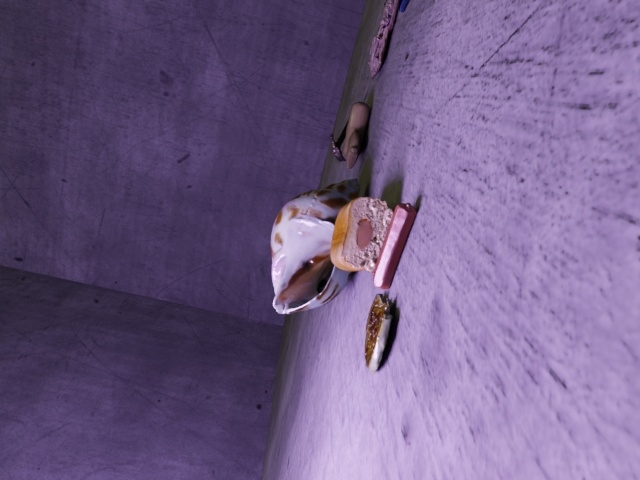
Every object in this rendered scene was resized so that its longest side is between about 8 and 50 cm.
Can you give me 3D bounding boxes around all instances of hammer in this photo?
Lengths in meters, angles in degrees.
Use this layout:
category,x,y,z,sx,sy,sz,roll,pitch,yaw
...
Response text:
category,x,y,z,sx,sy,sz,roll,pitch,yaw
hammer,0.088,-0.383,1.495,0.297,0.026,0.125,-69,-35,-45

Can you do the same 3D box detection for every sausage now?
category,x,y,z,sx,sy,sz,roll,pitch,yaw
sausage,0.111,0.008,0.651,0.035,0.030,0.147,-91,15,-66

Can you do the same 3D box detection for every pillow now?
category,x,y,z,sx,sy,sz,roll,pitch,yaw
pillow,0.192,-0.637,1.317,0.135,0.049,0.249,175,111,-89

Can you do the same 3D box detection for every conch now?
category,x,y,z,sx,sy,sz,roll,pitch,yaw
conch,0.000,0.001,1.018,0.249,0.197,0.368,14,86,47

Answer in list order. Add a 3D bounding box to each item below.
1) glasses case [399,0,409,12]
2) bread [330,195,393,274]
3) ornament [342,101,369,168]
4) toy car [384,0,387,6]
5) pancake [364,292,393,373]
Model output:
category,x,y,z,sx,sy,sz,roll,pitch,yaw
glasses case,0.223,-0.639,1.119,0.083,0.023,0.034,133,147,-78
bread,0.074,-0.007,0.790,0.173,0.085,0.134,176,103,-83
ornament,0.108,-0.325,1.353,0.245,0.061,0.231,114,168,-85
toy car,0.236,-0.828,1.438,0.041,0.025,0.093,126,160,-81
pancake,0.086,0.141,0.647,0.129,0.022,0.116,133,151,-89
